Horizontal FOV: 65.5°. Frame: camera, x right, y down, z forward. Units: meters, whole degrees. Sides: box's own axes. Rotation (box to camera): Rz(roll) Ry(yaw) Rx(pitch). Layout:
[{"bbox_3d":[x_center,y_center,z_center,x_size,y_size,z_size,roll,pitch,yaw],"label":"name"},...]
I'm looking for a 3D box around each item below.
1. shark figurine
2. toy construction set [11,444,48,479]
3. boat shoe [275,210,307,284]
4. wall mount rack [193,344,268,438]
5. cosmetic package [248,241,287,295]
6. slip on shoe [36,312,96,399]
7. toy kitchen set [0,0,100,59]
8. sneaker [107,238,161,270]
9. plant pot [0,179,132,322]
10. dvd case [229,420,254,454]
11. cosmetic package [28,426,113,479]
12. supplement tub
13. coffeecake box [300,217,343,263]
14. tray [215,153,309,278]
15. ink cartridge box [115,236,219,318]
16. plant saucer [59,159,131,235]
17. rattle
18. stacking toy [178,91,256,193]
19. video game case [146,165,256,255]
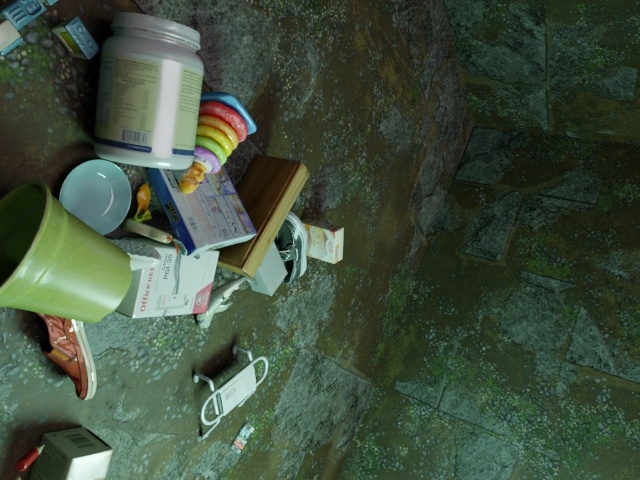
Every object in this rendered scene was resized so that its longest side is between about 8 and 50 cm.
[{"bbox_3d":[-0.344,0.168,1.646,0.278,0.116,0.166,-45,162,0],"label":"shark figurine"},{"bbox_3d":[-0.747,0.604,1.138,0.309,0.257,0.237,-47,-173,-13],"label":"toy construction set"},{"bbox_3d":[-0.122,0.039,1.942,0.119,0.121,0.336,-51,144,-40],"label":"boat shoe"},{"bbox_3d":[-0.341,0.569,1.836,0.350,0.130,0.305,-31,125,-49],"label":"wall mount rack"},{"bbox_3d":[-0.219,0.078,1.824,0.127,0.107,0.238,-57,142,-31],"label":"cosmetic package"},{"bbox_3d":[-0.635,0.261,1.235,0.101,0.123,0.332,-21,121,-33],"label":"slip on shoe"},{"bbox_3d":[-0.570,-0.405,1.017,0.207,0.122,0.166,-57,145,-26],"label":"toy kitchen set"},{"bbox_3d":[-0.523,0.051,1.253,0.090,0.234,0.095,-124,-137,-71],"label":"sneaker"},{"bbox_3d":[-0.558,0.052,1.059,0.254,0.275,0.276,39,70,-48],"label":"plant pot"},{"bbox_3d":[-0.327,0.821,2.072,0.120,0.013,0.087,-56,145,-26],"label":"dvd case"},{"bbox_3d":[-0.676,0.668,1.305,0.129,0.153,0.297,19,88,-58],"label":"cosmetic package"},{"bbox_3d":[-0.408,-0.348,1.195,0.235,0.235,0.325,-6,109,-57],"label":"supplement tub"},{"bbox_3d":[0.000,0.000,2.060,0.068,0.185,0.143,-28,126,-50],"label":"coffeecake box"},{"bbox_3d":[-0.219,-0.093,1.647,0.411,0.202,0.076,-63,147,-18],"label":"tray"},{"bbox_3d":[-0.450,0.109,1.448,0.283,0.117,0.208,6,98,-59],"label":"ink cartridge box"},{"bbox_3d":[-0.566,-0.107,1.241,0.195,0.037,0.195,-32,129,-50],"label":"plant saucer"},{"bbox_3d":[-0.421,-0.053,1.338,0.143,0.199,0.130,-62,143,-18],"label":"rattle"},{"bbox_3d":[-0.318,-0.254,1.398,0.166,0.175,0.302,53,48,-50],"label":"stacking toy"},{"bbox_3d":[-0.338,-0.105,1.443,0.244,0.061,0.270,-17,79,-54],"label":"video game case"}]
